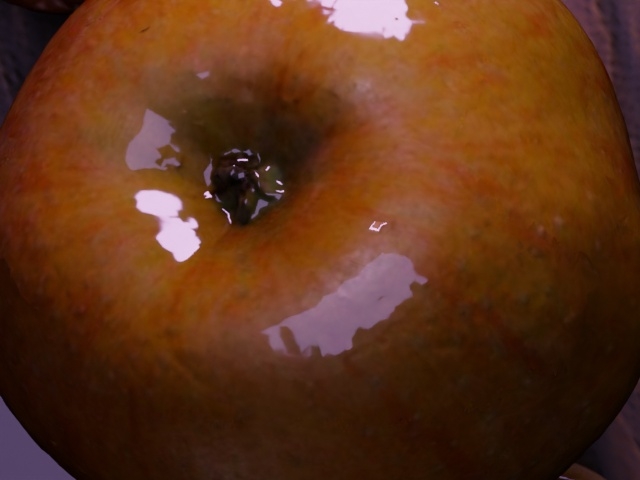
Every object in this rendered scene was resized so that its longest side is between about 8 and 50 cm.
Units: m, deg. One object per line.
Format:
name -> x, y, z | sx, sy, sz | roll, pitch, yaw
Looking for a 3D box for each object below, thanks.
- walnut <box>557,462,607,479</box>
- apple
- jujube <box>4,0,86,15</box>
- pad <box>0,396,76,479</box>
walnut -> 0.111, 0.231, 1.255 | 0.211, 0.087, 0.167 | -31, 80, -3
apple -> 0.000, 0.000, 1.130 | 0.400, 0.333, 0.400 | 0, 80, -2
jujube -> -0.143, -0.268, 1.229 | 0.190, 0.190, 0.255 | 25, 71, 1
pad -> -0.222, 0.128, 1.298 | 0.163, 0.004, 0.243 | -6, 88, -1
